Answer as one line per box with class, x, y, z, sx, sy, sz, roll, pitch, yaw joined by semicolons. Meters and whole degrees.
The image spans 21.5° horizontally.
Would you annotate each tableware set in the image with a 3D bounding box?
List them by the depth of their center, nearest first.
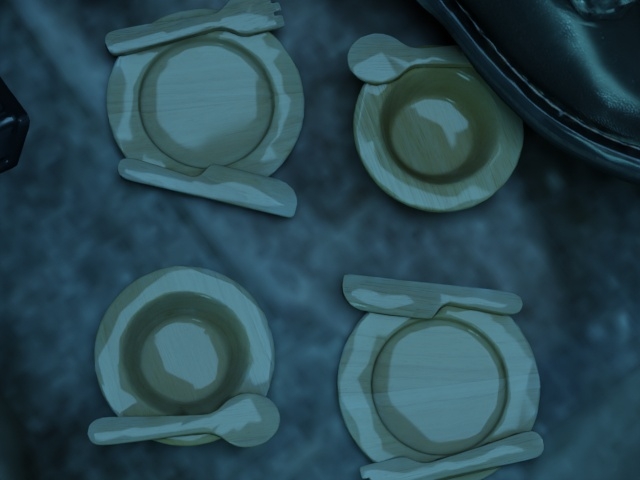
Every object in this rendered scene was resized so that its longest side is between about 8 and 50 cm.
tableware set;0.000;0.000;0.529;0.141;0.020;0.168;1;78;-6

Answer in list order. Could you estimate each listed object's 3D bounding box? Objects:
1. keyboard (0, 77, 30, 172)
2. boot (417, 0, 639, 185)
keyboard;-0.143;-0.077;0.459;0.108;0.023;0.180;-27;61;-22
boot;0.086;-0.136;0.452;0.263;0.229;0.091;29;57;4
